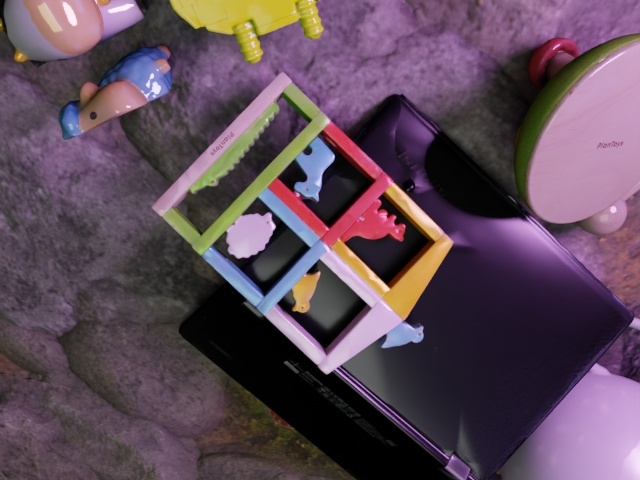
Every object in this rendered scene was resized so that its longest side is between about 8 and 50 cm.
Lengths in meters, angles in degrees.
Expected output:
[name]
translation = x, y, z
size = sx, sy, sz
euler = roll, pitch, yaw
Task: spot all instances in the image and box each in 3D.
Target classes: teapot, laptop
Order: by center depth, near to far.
[teapot]
translation = 0.323, 0.252, 0.715
size = 0.187, 0.256, 0.253
euler = 46, 153, 26
[laptop]
translation = 0.076, 0.111, 0.717
size = 0.382, 0.236, 0.408
euler = 42, 147, -7

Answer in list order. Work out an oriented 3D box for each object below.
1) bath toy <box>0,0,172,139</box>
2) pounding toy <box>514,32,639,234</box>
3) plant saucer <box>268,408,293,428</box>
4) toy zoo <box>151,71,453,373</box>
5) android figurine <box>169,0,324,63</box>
[bath toy]
translation = -0.263, -0.269, 0.473
size = 0.128, 0.151, 0.348
euler = -25, 115, 1
[pounding toy]
translation = 0.261, -0.115, 0.555
size = 0.236, 0.110, 0.183
euler = 18, 116, -40
[plant saucer]
translation = -0.039, 0.263, 0.865
size = 0.083, 0.013, 0.084
euler = 4, 123, 6
[toy zoo]
translation = 0.000, 0.000, 0.574
size = 0.293, 0.030, 0.192
euler = 43, 90, -5
[android figurine]
translation = -0.077, -0.294, 0.467
size = 0.248, 0.056, 0.273
euler = -20, 117, -3
